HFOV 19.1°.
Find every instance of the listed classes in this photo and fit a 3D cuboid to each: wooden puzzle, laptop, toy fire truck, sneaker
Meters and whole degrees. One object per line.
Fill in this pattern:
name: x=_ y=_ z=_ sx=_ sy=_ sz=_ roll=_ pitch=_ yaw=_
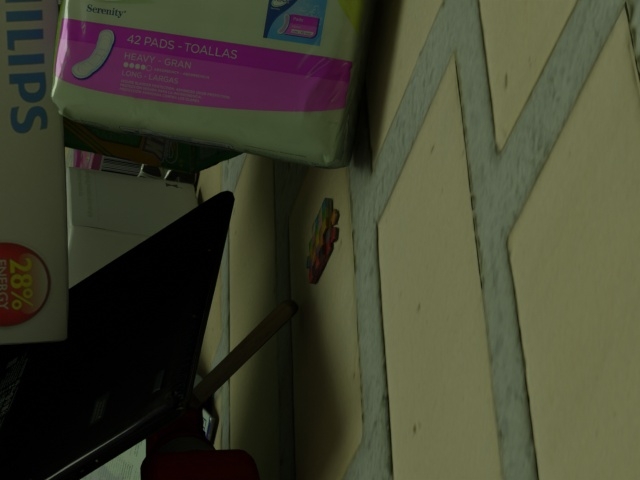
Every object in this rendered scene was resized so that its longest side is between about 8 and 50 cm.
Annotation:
wooden puzzle: x=0.000 y=0.000 z=1.484 sx=0.083 sy=0.006 sz=0.049 roll=115 pitch=160 yaw=-50
laptop: x=-0.186 y=0.218 z=1.533 sx=0.408 sy=0.236 sz=0.382 roll=-32 pitch=19 yaw=15
toy fire truck: x=-0.083 y=0.174 z=1.477 sx=0.217 sy=0.158 sz=0.246 roll=-167 pitch=75 yaw=-78
sneaker: x=-0.185 y=-0.047 z=2.204 sx=0.071 sy=0.068 sz=0.170 roll=-89 pitch=13 yaw=-55

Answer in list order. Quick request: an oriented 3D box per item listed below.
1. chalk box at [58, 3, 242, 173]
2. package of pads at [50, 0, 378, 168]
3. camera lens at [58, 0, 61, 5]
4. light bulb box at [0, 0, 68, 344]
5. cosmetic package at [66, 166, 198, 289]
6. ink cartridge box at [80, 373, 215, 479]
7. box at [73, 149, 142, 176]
chalk box: x=-0.126 y=-0.144 z=1.721 sx=0.132 sy=0.213 sz=0.132 roll=-27 pitch=-57 yaw=-53
package of pads: x=-0.070 y=-0.216 z=1.412 sx=0.101 sy=0.229 sz=0.296 roll=4 pitch=-84 yaw=-79
camera lens: x=-0.246 y=-0.310 z=2.175 sx=0.219 sy=0.274 sz=0.219 roll=-171 pitch=90 yaw=-77
light bulb box: x=-0.337 y=-0.139 z=1.595 sx=0.361 sy=0.225 sz=0.358 roll=-116 pitch=25 yaw=-65
cosmetic package: x=-0.234 y=0.126 z=2.098 sx=0.197 sy=0.155 sz=0.365 roll=-112 pitch=32 yaw=-69
ink cartridge box: x=-0.175 y=0.223 z=1.927 sx=0.224 sy=0.045 sz=0.223 roll=33 pitch=117 yaw=44
box: x=-0.230 y=-0.131 z=2.338 sx=0.243 sy=0.117 sz=0.213 roll=-96 pitch=19 yaw=-50
